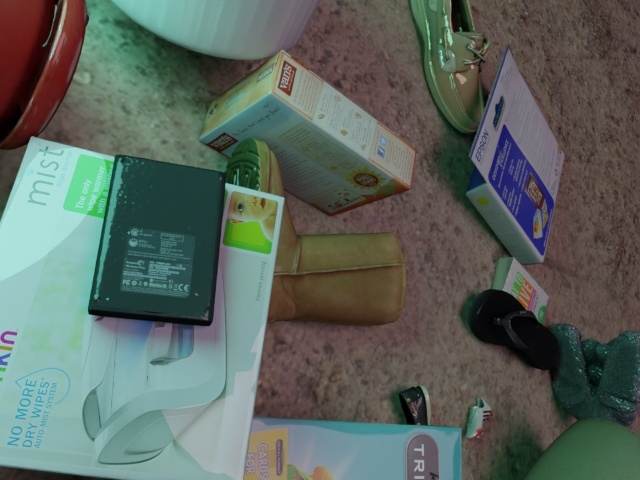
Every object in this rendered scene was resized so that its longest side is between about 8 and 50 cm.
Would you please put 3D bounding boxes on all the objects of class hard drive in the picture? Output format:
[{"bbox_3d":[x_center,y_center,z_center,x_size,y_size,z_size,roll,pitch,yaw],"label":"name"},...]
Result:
[{"bbox_3d":[-0.130,-0.002,0.478,0.094,0.022,0.135,8,67,-16],"label":"hard drive"}]

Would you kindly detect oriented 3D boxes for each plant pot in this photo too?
[{"bbox_3d":[-0.304,-0.175,0.479,0.174,0.191,0.191,21,66,-40],"label":"plant pot"}]

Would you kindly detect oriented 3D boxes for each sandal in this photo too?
[{"bbox_3d":[0.361,0.160,1.046,0.254,0.054,0.097,29,78,-31],"label":"sandal"}]

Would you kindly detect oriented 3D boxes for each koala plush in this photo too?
[{"bbox_3d":[0.590,0.264,1.163,0.221,0.196,0.203,0,91,-42],"label":"koala plush"}]

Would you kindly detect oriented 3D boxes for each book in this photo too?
[{"bbox_3d":[0.382,0.112,1.114,0.144,0.035,0.096,40,60,-29],"label":"book"}]

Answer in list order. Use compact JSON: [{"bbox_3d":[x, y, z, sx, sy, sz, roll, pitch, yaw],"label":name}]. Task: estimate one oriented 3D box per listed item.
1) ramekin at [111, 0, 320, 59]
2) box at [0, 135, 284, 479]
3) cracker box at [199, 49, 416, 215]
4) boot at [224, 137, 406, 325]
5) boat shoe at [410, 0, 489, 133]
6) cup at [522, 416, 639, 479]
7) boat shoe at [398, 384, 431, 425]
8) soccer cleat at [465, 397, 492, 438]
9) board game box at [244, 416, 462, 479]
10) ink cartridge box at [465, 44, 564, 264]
[{"bbox_3d":[-0.117,-0.326,0.651,0.277,0.135,0.277,16,43,-15],"label":"ramekin"},{"bbox_3d":[-0.172,0.072,0.519,0.231,0.127,0.262,14,66,-15],"label":"box"},{"bbox_3d":[-0.013,-0.122,0.740,0.232,0.155,0.067,28,62,-34],"label":"cracker box"},{"bbox_3d":[0.000,0.000,0.765,0.269,0.089,0.236,1,95,-40],"label":"boot"},{"bbox_3d":[0.254,-0.350,1.072,0.109,0.098,0.302,-14,89,-42],"label":"boat shoe"},{"bbox_3d":[0.411,0.476,0.887,0.237,0.331,0.331,-22,94,-15],"label":"cup"},{"bbox_3d":[0.143,0.280,0.852,0.042,0.049,0.133,-11,94,-15],"label":"boat shoe"},{"bbox_3d":[0.257,0.294,0.958,0.083,0.029,0.036,-34,93,-44],"label":"soccer cleat"},{"bbox_3d":[-0.013,0.317,0.606,0.336,0.079,0.254,9,72,-18],"label":"board game box"},{"bbox_3d":[0.372,-0.161,1.133,0.307,0.072,0.304,44,55,-30],"label":"ink cartridge box"}]
